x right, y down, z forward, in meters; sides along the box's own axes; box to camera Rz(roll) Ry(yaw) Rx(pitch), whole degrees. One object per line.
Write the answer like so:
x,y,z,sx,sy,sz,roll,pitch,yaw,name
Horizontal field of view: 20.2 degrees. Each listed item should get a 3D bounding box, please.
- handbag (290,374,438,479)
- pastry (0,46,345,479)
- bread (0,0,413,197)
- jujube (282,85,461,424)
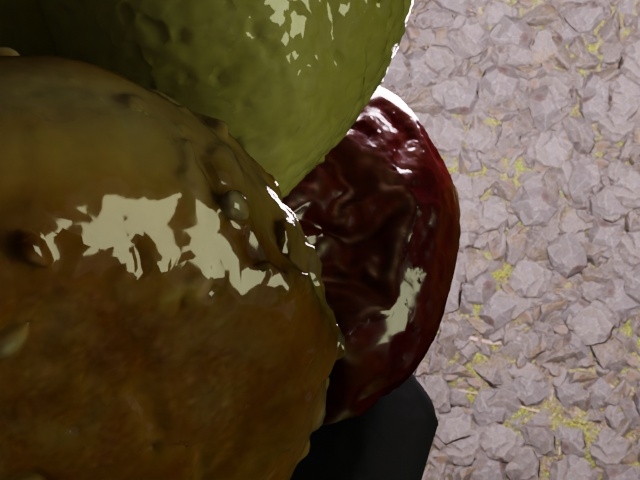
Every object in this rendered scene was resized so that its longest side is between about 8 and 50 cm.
-0.042,0.261,1.876,0.178,0.275,0.302,58,33,-29,handbag
-0.143,0.046,0.773,0.184,0.284,0.315,52,-1,41,pastry
-0.095,-0.158,0.899,0.237,0.321,0.320,-53,153,-35,bread
0.002,0.000,1.833,0.276,0.277,0.376,84,15,-52,jujube
